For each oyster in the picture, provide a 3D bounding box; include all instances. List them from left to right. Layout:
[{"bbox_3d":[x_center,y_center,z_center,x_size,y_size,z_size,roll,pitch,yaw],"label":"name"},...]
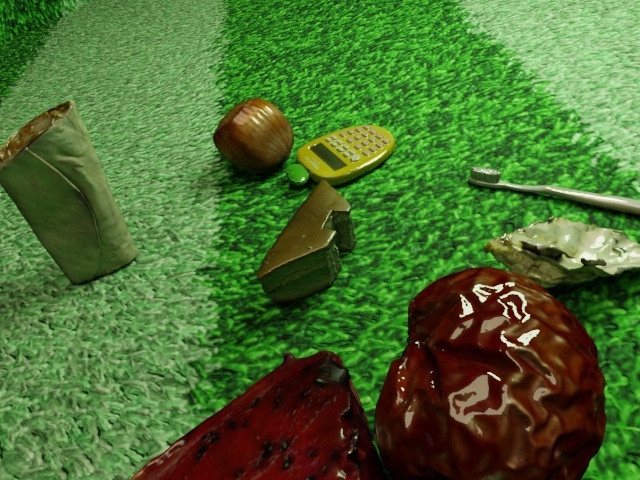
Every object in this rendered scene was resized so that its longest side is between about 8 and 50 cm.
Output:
[{"bbox_3d":[0.347,0.024,0.633,0.209,0.072,0.133,-8,35,-22],"label":"oyster"}]

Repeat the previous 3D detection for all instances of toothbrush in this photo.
[{"bbox_3d":[0.390,-0.078,0.740,0.307,0.029,0.025,16,46,27],"label":"toothbrush"}]

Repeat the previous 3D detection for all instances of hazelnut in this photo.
[{"bbox_3d":[-0.130,-0.204,0.932,0.150,0.150,0.150,-7,45,7],"label":"hazelnut"}]

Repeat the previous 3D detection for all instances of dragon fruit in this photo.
[{"bbox_3d":[-0.071,0.302,0.437,0.329,0.228,0.286,-28,18,6],"label":"dragon fruit"}]

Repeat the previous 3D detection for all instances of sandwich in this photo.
[{"bbox_3d":[0.000,0.000,0.718,0.088,0.090,0.244,7,46,26],"label":"sandwich"}]

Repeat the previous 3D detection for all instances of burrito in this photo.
[{"bbox_3d":[-0.403,-0.071,0.743,0.143,0.299,0.105,-9,40,-2],"label":"burrito"}]

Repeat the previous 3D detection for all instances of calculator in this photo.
[{"bbox_3d":[0.038,-0.166,0.910,0.235,0.032,0.146,-27,46,-15],"label":"calculator"}]

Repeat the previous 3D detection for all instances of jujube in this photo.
[{"bbox_3d":[0.165,0.142,0.452,0.213,0.213,0.232,8,46,20],"label":"jujube"}]
